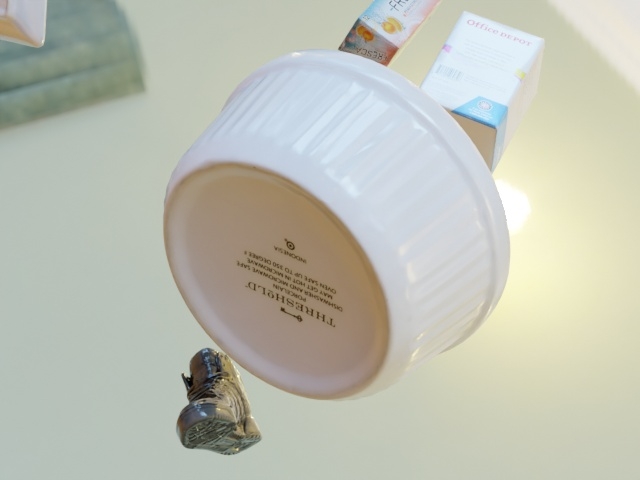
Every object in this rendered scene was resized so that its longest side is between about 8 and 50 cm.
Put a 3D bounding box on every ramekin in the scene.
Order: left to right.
[{"bbox_3d":[0.000,0.000,1.471,0.273,0.127,0.273,22,-48,27],"label":"ramekin"}]

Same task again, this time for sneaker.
[{"bbox_3d":[-0.094,0.131,1.621,0.089,0.051,0.170,66,9,19],"label":"sneaker"}]

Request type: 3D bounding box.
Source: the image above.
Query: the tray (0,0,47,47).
[{"bbox_3d":[-0.318,-0.332,1.891,0.145,0.030,0.270,15,-75,43],"label":"tray"}]

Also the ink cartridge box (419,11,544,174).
[{"bbox_3d":[0.162,-0.153,1.944,0.092,0.143,0.090,23,-32,15],"label":"ink cartridge box"}]

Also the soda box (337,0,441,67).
[{"bbox_3d":[0.092,-0.267,2.277,0.063,0.183,0.058,37,-48,2],"label":"soda box"}]
